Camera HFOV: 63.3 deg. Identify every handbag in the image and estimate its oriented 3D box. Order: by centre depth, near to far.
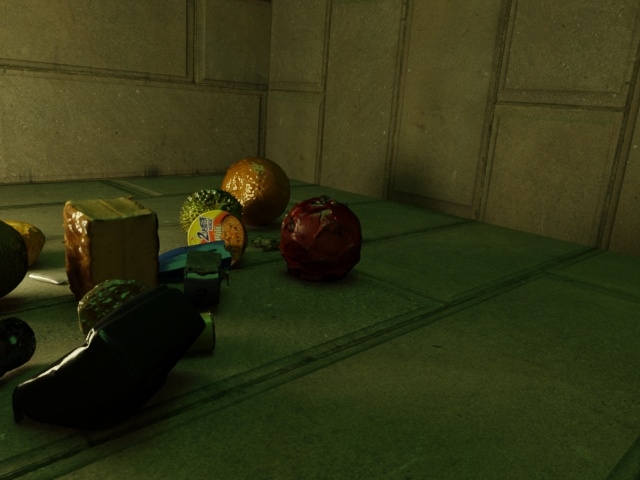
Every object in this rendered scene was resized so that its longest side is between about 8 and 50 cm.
[{"bbox_3d":[-0.392,0.245,1.008,0.178,0.275,0.302,50,16,-3],"label":"handbag"}]

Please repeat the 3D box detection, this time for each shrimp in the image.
[{"bbox_3d":[-0.711,0.244,0.981,0.172,0.137,0.372,-29,-6,20],"label":"shrimp"}]

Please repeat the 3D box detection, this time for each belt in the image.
[{"bbox_3d":[-0.332,0.113,1.525,0.126,0.139,0.230,1,13,-10],"label":"belt"}]

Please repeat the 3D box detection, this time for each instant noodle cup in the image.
[{"bbox_3d":[-0.360,-0.011,1.906,0.213,0.213,0.174,5,6,2],"label":"instant noodle cup"}]

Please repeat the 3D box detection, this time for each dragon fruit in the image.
[{"bbox_3d":[0.000,0.000,1.812,0.296,0.301,0.295,-4,34,3],"label":"dragon fruit"}]

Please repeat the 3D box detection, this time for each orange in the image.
[{"bbox_3d":[-0.303,-0.234,2.502,0.340,0.340,0.293,15,6,35],"label":"orange"}]

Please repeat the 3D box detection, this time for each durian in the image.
[{"bbox_3d":[-0.443,-0.101,2.143,0.291,0.224,0.291,10,16,-3],"label":"durian"}]

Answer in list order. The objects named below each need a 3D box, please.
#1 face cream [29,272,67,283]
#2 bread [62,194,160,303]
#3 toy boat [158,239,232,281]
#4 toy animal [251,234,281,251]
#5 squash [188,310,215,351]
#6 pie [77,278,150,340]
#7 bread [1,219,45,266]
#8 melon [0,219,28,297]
[{"bbox_3d":[-0.839,0.118,1.598,0.115,0.020,0.038,10,15,12],"label":"face cream"},{"bbox_3d":[-0.601,0.034,1.485,0.207,0.279,0.279,-9,23,-39],"label":"bread"},{"bbox_3d":[-0.452,0.079,1.721,0.295,0.088,0.129,-12,49,-23],"label":"toy boat"},{"bbox_3d":[-0.166,0.011,2.126,0.241,0.057,0.099,3,14,-2],"label":"toy animal"},{"bbox_3d":[-0.359,0.233,1.207,0.224,0.094,0.094,-11,19,-19],"label":"squash"},{"bbox_3d":[-0.476,0.173,1.237,0.193,0.163,0.079,1,-6,-37],"label":"pie"},{"bbox_3d":[-1.030,0.017,1.697,0.240,0.139,0.240,4,15,-1],"label":"bread"},{"bbox_3d":[-0.947,0.055,1.362,0.329,0.248,0.248,-4,16,-11],"label":"melon"}]
